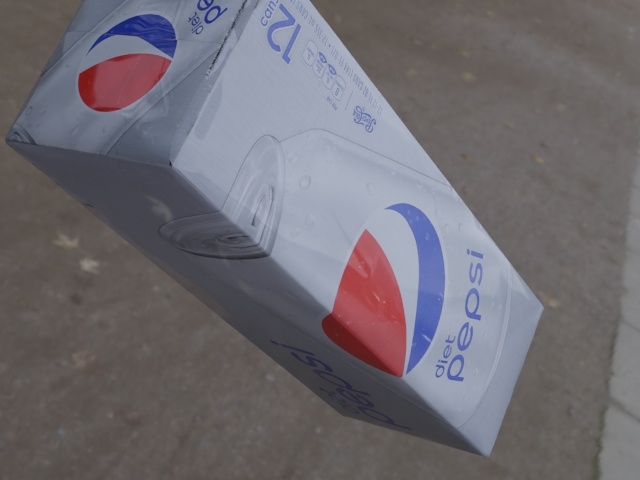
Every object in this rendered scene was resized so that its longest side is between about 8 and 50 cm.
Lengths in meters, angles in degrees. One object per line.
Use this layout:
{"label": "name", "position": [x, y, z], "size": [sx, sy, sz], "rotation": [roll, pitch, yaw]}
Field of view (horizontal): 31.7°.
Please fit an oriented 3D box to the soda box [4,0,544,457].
{"label": "soda box", "position": [0.000, 0.000, 0.512], "size": [0.098, 0.091, 0.286], "rotation": [10, -23, 37]}
